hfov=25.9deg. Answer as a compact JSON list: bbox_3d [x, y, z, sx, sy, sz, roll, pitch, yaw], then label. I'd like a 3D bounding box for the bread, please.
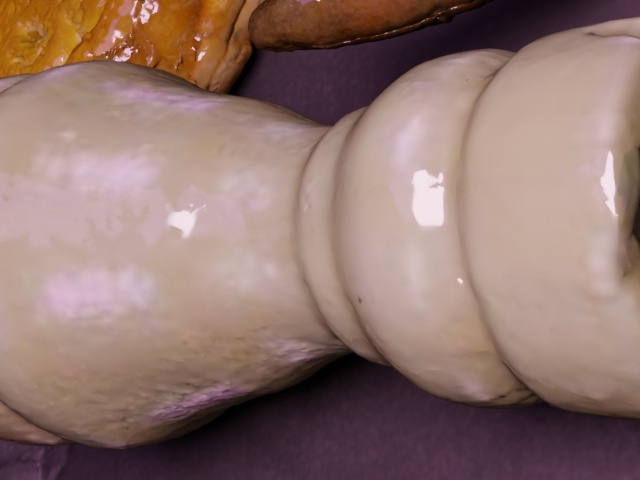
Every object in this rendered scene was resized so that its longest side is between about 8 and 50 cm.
[{"bbox_3d":[-0.141,-0.134,0.968,0.236,0.120,0.198,-56,44,8],"label":"bread"}]

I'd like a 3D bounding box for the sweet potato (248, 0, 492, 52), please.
[{"bbox_3d":[0.091,-0.157,0.717,0.273,0.075,0.075,-26,48,-2],"label":"sweet potato"}]

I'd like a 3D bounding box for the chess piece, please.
[{"bbox_3d":[0.000,0.000,0.696,0.442,0.234,0.234,-4,67,38],"label":"chess piece"}]
